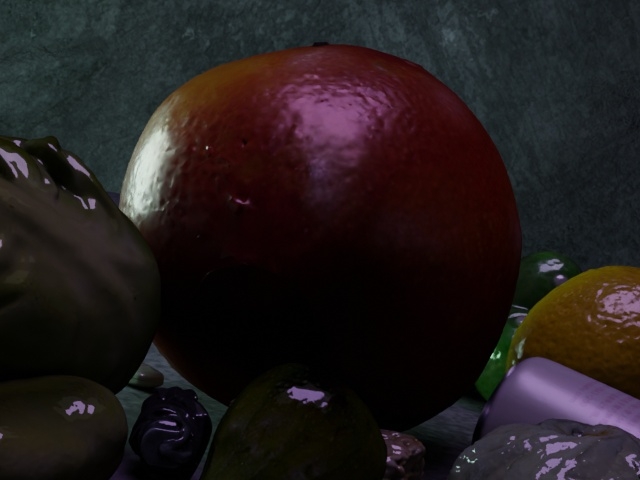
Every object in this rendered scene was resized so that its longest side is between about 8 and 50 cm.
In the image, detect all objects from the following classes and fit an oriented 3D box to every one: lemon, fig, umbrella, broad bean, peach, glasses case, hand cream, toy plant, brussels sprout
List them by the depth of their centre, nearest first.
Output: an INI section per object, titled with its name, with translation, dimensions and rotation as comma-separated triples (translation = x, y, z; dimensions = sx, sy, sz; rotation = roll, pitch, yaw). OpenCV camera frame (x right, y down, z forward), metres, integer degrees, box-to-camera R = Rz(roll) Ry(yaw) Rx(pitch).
[broad bean]
translation = -0.215, 0.138, 1.237
dimensions = 0.124, 0.082, 0.174
rotation = 19, 9, 40
[fig]
translation = -0.030, 0.165, 1.248
dimensions = 0.156, 0.123, 0.123
rotation = -44, 36, -25
[umbrella]
translation = -0.111, 0.145, 1.270
dimensions = 0.059, 0.066, 0.235
rotation = 5, -1, -6
[hand cream]
translation = 0.296, 0.202, 1.376
dimensions = 0.358, 0.118, 0.185
rotation = 21, 7, 28
[brussels sprout]
translation = -0.285, 0.023, 1.390
dimensions = 0.328, 0.247, 0.328
rotation = 8, -24, 4
[peach]
translation = 0.000, 0.000, 1.540
dimensions = 0.388, 0.388, 0.388
rotation = 9, 6, -1
[glasses case]
translation = -0.184, 0.126, 1.672
dimensions = 0.032, 0.021, 0.083
rotation = 5, 7, -45
[lemon]
translation = 0.284, 0.120, 1.684
dimensions = 0.244, 0.187, 0.187
rotation = -26, 14, -9
[toy plant]
translation = 0.182, 0.089, 1.876
dimensions = 0.235, 0.175, 0.218
rotation = 8, 43, 25

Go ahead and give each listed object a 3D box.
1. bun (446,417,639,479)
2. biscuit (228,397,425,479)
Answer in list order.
[bun]
translation = 0.186, 0.188, 1.226
dimensions = 0.195, 0.118, 0.195
rotation = 10, 3, -1
[biscuit]
translation = 0.002, 0.167, 1.373
dimensions = 0.168, 0.070, 0.082
rotation = 15, 17, 32
